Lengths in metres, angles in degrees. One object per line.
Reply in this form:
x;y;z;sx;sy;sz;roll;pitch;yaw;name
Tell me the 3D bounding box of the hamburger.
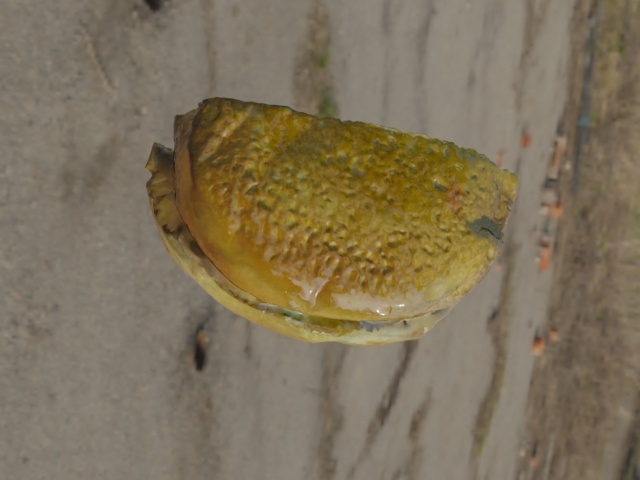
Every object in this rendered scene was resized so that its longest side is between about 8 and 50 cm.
0.000;0.000;0.900;0.144;0.283;0.156;109;-9;-72;hamburger
